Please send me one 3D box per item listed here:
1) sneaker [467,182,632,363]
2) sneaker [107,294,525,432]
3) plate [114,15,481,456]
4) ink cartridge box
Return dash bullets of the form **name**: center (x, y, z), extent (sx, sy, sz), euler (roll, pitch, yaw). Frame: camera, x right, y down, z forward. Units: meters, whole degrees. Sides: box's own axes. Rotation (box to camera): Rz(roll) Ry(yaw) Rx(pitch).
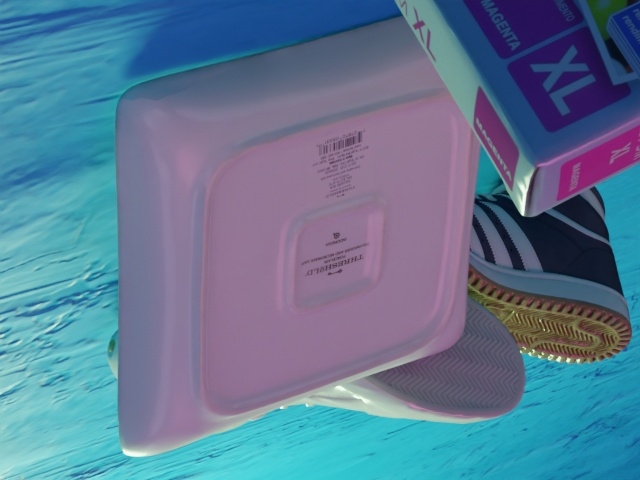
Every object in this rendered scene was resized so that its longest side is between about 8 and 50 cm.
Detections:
- **sneaker**: center (0.111, -0.012, 1.528), extent (0.282, 0.153, 0.099), euler (19, 140, -24)
- **sneaker**: center (-0.009, 0.087, 1.468), extent (0.292, 0.108, 0.169), euler (15, 153, -19)
- **plate**: center (0.000, 0.000, 1.272), extent (0.277, 0.045, 0.278), euler (-17, 128, -28)
- **ink cartridge box**: center (0.187, -0.159, 0.925), extent (0.311, 0.186, 0.065), euler (-25, 158, -11)
